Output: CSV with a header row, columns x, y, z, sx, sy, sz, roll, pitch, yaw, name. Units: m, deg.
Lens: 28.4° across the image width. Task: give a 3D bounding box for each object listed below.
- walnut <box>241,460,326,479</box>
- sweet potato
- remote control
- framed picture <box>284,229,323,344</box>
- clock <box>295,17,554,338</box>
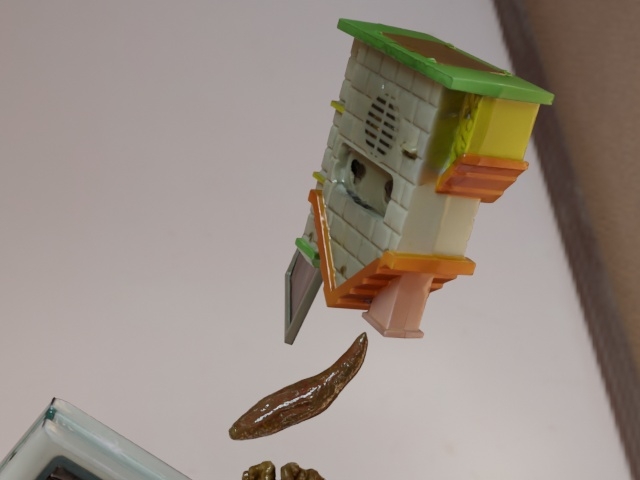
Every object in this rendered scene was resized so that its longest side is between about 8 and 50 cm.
x,y,z,sx,sy,sz,roll,pitch,yaw,name
-0.061,0.428,2.129,0.170,0.143,0.069,80,-165,-56,walnut
-0.024,0.233,1.903,0.058,0.255,0.078,46,166,53,sweet potato
-0.117,0.235,0.957,0.103,0.277,0.055,-49,17,20,remote control
0.000,0.000,2.077,0.211,0.020,0.289,-92,23,-60,framed picture
0.078,-0.054,1.174,0.220,0.106,0.255,42,123,55,clock
